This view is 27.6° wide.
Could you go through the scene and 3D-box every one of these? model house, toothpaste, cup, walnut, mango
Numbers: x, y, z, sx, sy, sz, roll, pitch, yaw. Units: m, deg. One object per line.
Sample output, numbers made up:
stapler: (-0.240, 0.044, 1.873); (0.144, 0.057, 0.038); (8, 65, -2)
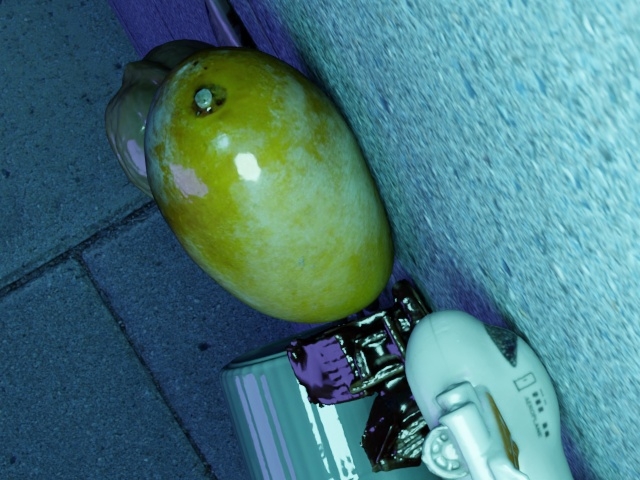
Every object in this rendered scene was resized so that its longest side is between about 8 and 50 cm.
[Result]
model house: (0.071, 0.160, 1.422); (0.203, 0.164, 0.141); (59, 179, -6)
toothpaste: (-0.093, -0.208, 1.537); (0.096, 0.061, 0.266); (124, 122, -85)
cup: (0.033, 0.272, 1.763); (0.331, 0.256, 0.311); (-24, -84, -70)
walnut: (-0.169, -0.148, 1.677); (0.224, 0.224, 0.224); (58, 174, 10)
mango: (-0.040, -0.039, 1.265); (0.221, 0.199, 0.384); (48, -179, 35)

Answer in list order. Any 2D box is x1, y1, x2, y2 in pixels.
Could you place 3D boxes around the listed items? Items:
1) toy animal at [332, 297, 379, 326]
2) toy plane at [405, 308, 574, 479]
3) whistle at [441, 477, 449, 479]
toy animal: (0.000, 0.002, 1.631); (0.269, 0.082, 0.137); (60, 172, 27)
toy plane: (0.153, 0.162, 1.034); (0.245, 0.117, 0.245); (56, -166, -21)
whistle: (0.172, 0.273, 1.613); (0.062, 0.062, 0.312); (52, 171, 47)
